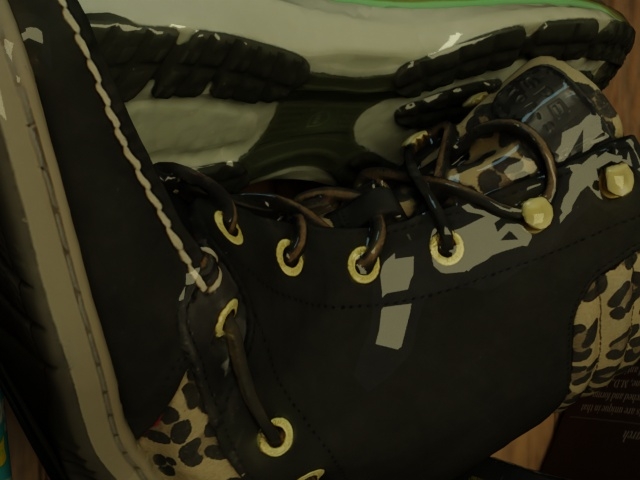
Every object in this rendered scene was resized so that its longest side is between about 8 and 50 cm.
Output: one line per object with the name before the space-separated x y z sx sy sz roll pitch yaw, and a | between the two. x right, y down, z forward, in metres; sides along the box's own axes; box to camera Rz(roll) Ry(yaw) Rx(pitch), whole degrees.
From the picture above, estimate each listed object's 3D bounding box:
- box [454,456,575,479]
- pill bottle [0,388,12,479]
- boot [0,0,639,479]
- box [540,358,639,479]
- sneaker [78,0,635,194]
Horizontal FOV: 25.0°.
box | 0.164 0.236 0.786 0.247 0.163 0.142 32 78 -18
pill bottle | -0.212 0.096 0.642 0.146 0.146 0.264 -6 89 -24
boot | 0.000 0.000 0.617 0.284 0.138 0.377 -30 127 -19
box | 0.265 0.091 0.836 0.168 0.167 0.203 27 77 -20
sneaker | -0.003 -0.126 0.752 0.410 0.158 0.182 -1 54 -38
